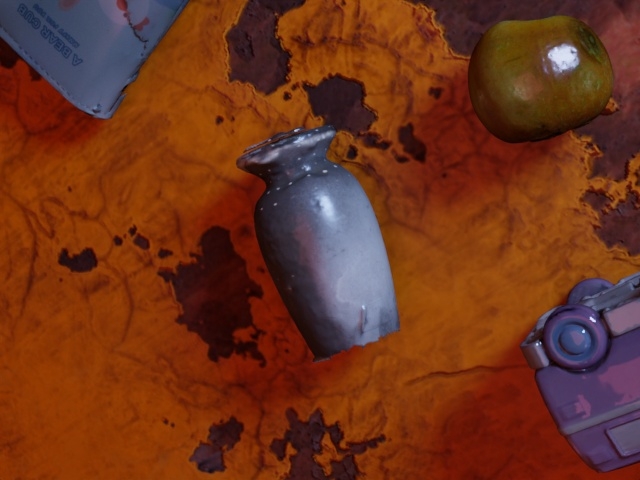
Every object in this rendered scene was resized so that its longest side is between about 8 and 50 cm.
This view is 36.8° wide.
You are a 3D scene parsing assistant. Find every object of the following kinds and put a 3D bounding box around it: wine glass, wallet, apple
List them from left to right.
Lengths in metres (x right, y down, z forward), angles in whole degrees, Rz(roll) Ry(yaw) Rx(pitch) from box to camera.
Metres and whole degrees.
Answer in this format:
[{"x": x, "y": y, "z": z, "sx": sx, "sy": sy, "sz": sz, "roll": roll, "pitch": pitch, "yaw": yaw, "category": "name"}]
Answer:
[{"x": -0.206, "y": -0.261, "z": 0.918, "sx": 0.176, "sy": 0.075, "sz": 0.250, "roll": 42, "pitch": 115, "yaw": 0, "category": "wallet"}, {"x": 0.000, "y": 0.000, "z": 0.879, "sx": 0.111, "sy": 0.111, "sz": 0.204, "roll": -20, "pitch": 94, "yaw": 25, "category": "wine glass"}, {"x": 0.177, "y": -0.133, "z": 0.784, "sx": 0.114, "sy": 0.099, "sz": 0.102, "roll": -12, "pitch": 96, "yaw": 27, "category": "apple"}]

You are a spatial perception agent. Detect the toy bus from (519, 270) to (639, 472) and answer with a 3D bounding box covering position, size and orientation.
[{"x": 0.283, "y": 0.085, "z": 0.778, "sx": 0.203, "sy": 0.142, "sz": 0.142, "roll": -28, "pitch": 87, "yaw": 26, "category": "toy bus"}]
